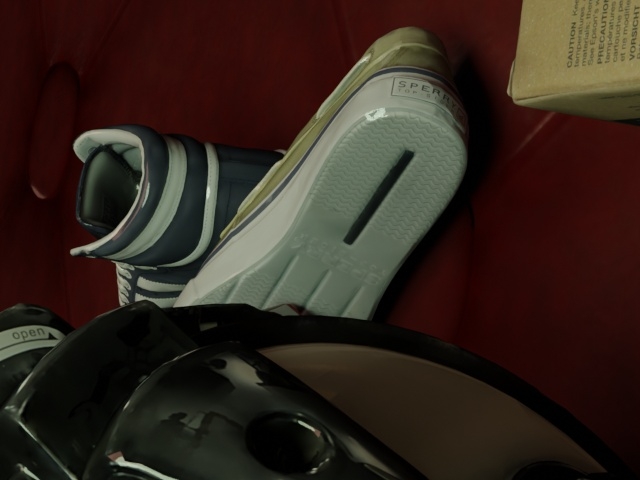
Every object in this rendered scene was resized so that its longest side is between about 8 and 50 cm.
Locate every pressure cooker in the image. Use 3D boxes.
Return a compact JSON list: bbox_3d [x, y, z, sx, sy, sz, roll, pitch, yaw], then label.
[{"bbox_3d":[-0.027,0.230,0.590,0.420,0.369,0.376,-44,41,46],"label":"pressure cooker"}]

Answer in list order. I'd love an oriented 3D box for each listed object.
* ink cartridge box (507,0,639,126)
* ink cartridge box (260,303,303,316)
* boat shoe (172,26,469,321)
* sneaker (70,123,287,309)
[{"bbox_3d":[0.179,-0.170,0.620,0.193,0.088,0.235,4,86,63],"label":"ink cartridge box"},{"bbox_3d":[-0.030,0.146,0.869,0.127,0.072,0.175,39,121,22],"label":"ink cartridge box"},{"bbox_3d":[0.000,0.000,0.907,0.302,0.109,0.094,-49,18,38],"label":"boat shoe"},{"bbox_3d":[-0.124,0.007,1.048,0.282,0.153,0.099,-41,48,50],"label":"sneaker"}]
